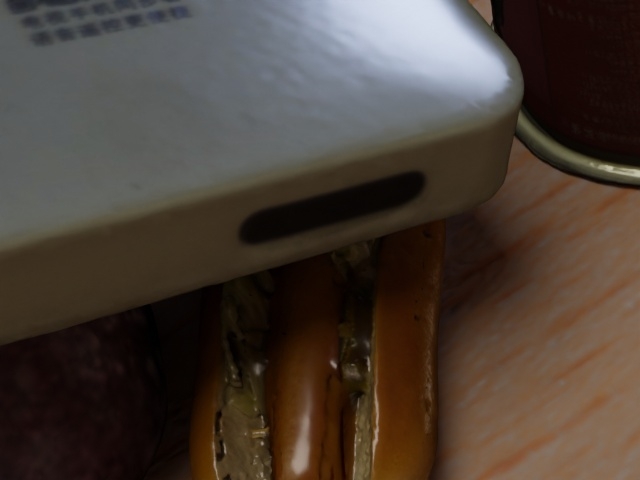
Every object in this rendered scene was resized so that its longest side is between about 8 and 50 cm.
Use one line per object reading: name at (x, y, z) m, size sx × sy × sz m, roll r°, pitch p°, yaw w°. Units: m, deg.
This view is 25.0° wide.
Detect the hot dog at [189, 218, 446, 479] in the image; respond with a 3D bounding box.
hot dog at (0.000, 0.000, 0.793) m, size 0.135 × 0.100 × 0.337 m, roll -6°, pitch 55°, yaw 17°

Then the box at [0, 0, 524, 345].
box at (-0.133, -0.119, 0.738) m, size 0.367 × 0.090 × 0.373 m, roll -15°, pitch 49°, yaw -23°

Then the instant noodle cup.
instant noodle cup at (0.188, -0.170, 0.792) m, size 0.235 × 0.178 × 0.234 m, roll -10°, pitch 55°, yaw 15°

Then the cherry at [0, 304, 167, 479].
cherry at (-0.191, 0.048, 0.765) m, size 0.213 × 0.266 × 0.183 m, roll -44°, pitch 8°, yaw -38°
